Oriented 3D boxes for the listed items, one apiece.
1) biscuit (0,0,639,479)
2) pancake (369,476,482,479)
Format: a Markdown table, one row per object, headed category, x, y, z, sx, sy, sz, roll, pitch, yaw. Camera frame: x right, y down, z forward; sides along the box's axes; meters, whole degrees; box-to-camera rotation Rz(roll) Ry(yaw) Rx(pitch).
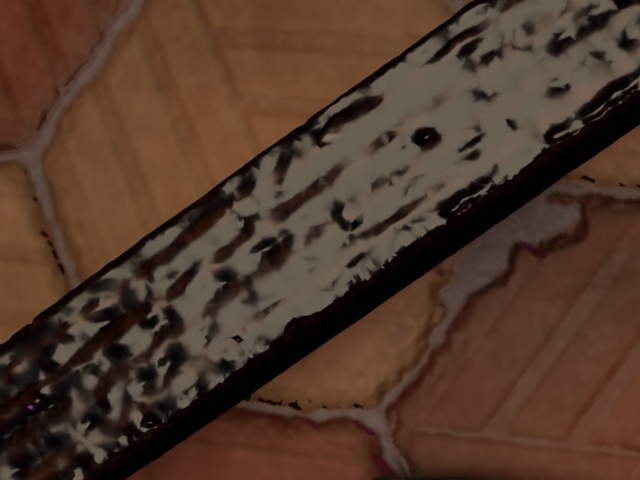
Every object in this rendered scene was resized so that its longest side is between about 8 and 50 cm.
| category | x | y | z | sx | sy | sz | roll | pitch | yaw |
| --- | --- | --- | --- | --- | --- | --- | --- | --- | --- |
| biscuit | 0.000 | 0.000 | 0.453 | 0.388 | 0.107 | 0.073 | -36 | 81 | 7 |
| pancake | 0.153 | 0.239 | 0.441 | 0.197 | 0.054 | 0.376 | -42 | 78 | 5 |
